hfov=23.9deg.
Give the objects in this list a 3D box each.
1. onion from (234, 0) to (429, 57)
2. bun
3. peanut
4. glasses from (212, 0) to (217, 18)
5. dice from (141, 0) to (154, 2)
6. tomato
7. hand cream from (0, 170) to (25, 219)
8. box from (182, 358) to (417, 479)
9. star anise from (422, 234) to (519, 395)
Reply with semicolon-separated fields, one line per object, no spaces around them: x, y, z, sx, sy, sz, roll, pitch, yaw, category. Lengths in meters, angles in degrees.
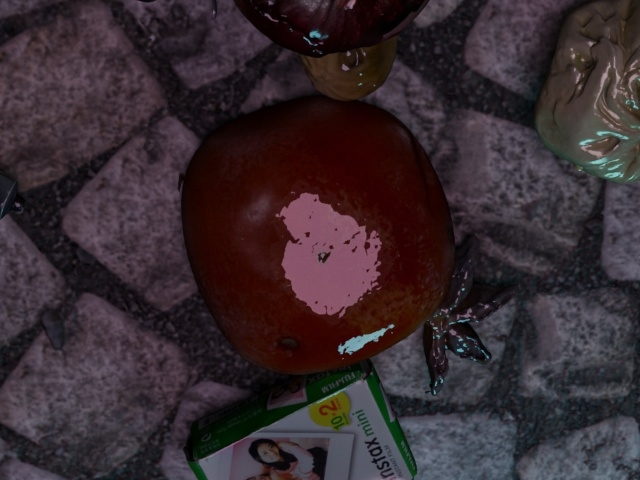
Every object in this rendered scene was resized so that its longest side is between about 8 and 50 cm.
0.011;-0.323;1.497;0.272;0.195;0.272;-18;129;-24;onion
0.350;-0.172;1.711;0.229;0.145;0.229;-2;108;-8;bun
0.030;-0.267;1.638;0.120;0.110;0.236;2;109;-1;peanut
-0.100;-0.299;1.650;0.103;0.062;0.140;-30;114;27;glasses
-0.198;-0.360;1.527;0.182;0.183;0.181;32;104;-17;dice
-0.005;0.005;1.686;0.338;0.144;0.338;0;105;1;tomato
-0.441;-0.086;1.661;0.247;0.052;0.075;24;104;-17;hand cream
-0.023;0.253;1.832;0.250;0.103;0.180;-26;113;2;box
0.147;0.077;1.813;0.172;0.063;0.208;-37;112;4;star anise
